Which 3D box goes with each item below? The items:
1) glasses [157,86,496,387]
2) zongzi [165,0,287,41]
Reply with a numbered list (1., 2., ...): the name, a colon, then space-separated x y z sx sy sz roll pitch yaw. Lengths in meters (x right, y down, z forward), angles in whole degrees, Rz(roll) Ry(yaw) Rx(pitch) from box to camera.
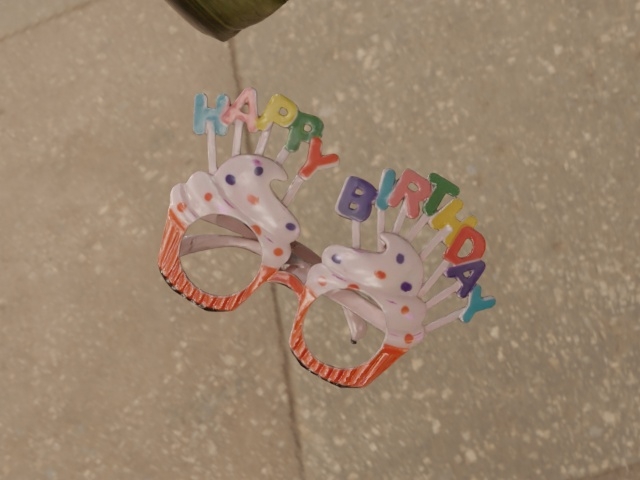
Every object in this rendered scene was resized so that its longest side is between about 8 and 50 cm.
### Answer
1. glasses: 0.003 -0.004 0.759 0.255 0.095 0.162 30 104 -7
2. zongzi: -0.143 -0.374 1.060 0.138 0.286 0.300 -31 36 30
